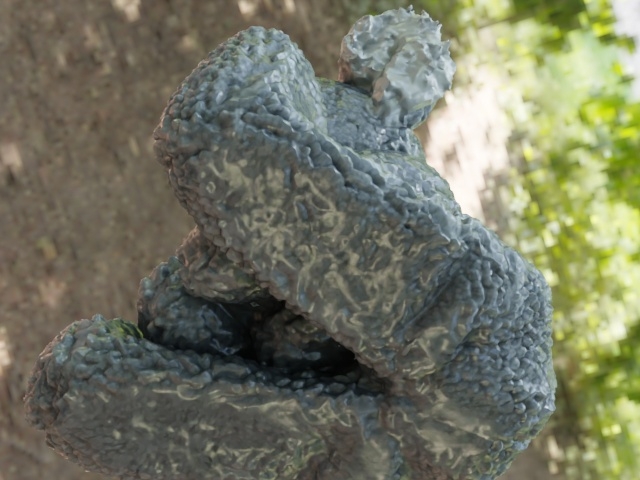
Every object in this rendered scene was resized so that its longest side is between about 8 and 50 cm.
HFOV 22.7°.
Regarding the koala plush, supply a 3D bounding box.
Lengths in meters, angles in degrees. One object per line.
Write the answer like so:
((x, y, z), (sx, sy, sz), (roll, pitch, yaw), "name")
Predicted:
((0.000, 0.000, 0.722), (0.203, 0.196, 0.221), (24, 25, -14), "koala plush")
